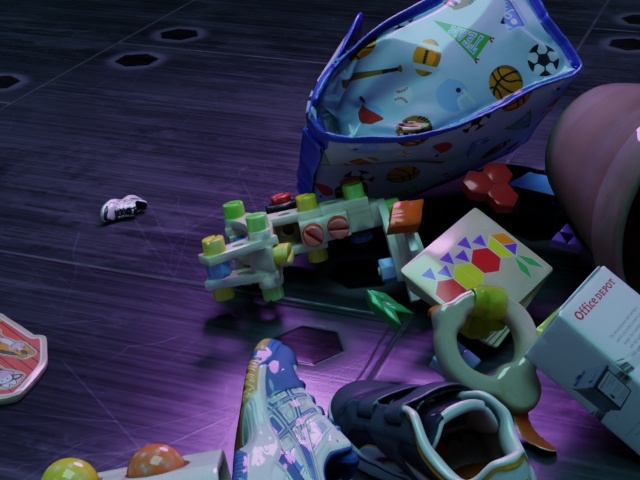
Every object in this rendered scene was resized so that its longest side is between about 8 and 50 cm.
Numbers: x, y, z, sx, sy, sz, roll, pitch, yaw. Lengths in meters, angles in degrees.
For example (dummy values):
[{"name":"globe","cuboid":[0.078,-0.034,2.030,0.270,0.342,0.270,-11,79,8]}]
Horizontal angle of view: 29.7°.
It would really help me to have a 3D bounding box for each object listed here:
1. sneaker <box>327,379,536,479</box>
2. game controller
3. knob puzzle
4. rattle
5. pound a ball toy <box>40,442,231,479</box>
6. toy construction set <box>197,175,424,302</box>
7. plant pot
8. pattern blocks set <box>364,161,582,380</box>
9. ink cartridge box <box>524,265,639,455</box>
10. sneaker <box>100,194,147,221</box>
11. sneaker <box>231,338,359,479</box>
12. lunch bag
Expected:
[{"name":"sneaker","cuboid":[0.116,0.199,1.261,0.126,0.127,0.321,-18,29,-28]},{"name":"game controller","cuboid":[0.382,-0.066,1.856,0.319,0.067,0.166,16,31,30]},{"name":"knob puzzle","cuboid":[-0.425,0.149,1.492,0.213,0.030,0.213,-1,26,0]},{"name":"rattle","cuboid":[0.186,0.160,1.388,0.130,0.200,0.143,-24,-5,-38]},{"name":"pound a ball toy","cuboid":[-0.189,0.255,1.023,0.319,0.136,0.208,-11,1,0]},{"name":"toy construction set","cuboid":[0.000,0.000,1.639,0.327,0.151,0.215,1,14,-4]},{"name":"plant pot","cuboid":[0.446,-0.077,1.591,0.323,0.323,0.280,-11,27,-20]},{"name":"pattern blocks set","cuboid":[0.205,0.043,1.554,0.325,0.026,0.285,-29,64,-33]},{"name":"ink cartridge box","cuboid":[0.343,0.136,1.337,0.190,0.082,0.139,40,39,13]},{"name":"sneaker","cuboid":[-0.307,-0.050,1.891,0.037,0.032,0.083,18,32,34]},{"name":"sneaker","cuboid":[-0.026,0.219,1.267,0.131,0.112,0.296,6,35,-3]},{"name":"lunch bag","cuboid":[0.137,-0.202,1.787,0.385,0.328,0.239,-29,77,-10]}]
